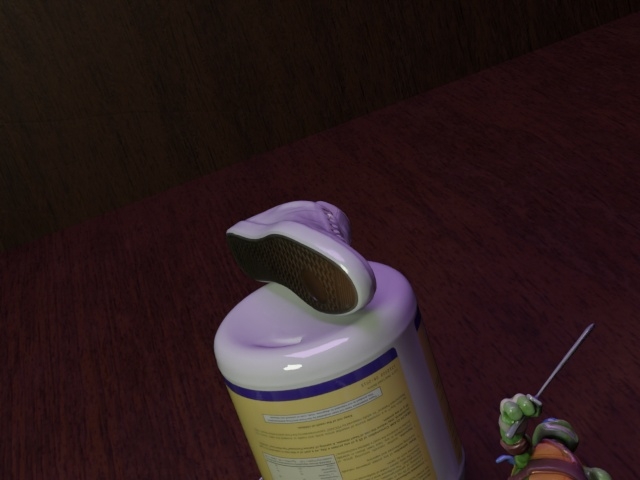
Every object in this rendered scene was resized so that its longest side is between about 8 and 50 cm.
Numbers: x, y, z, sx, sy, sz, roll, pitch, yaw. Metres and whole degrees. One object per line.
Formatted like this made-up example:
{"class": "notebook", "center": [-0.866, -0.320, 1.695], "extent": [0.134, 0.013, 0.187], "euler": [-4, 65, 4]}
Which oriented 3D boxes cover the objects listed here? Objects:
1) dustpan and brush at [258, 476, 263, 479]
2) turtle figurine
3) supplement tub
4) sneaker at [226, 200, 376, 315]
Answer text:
{"class": "dustpan and brush", "center": [-0.093, 0.380, 1.510], "extent": [0.147, 0.060, 0.211], "euler": [-9, 25, 22]}
{"class": "turtle figurine", "center": [0.282, 0.253, 1.311], "extent": [0.274, 0.198, 0.266], "euler": [-24, 26, 31]}
{"class": "supplement tub", "center": [0.035, 0.217, 1.432], "extent": [0.241, 0.331, 0.241], "euler": [-16, 22, 7]}
{"class": "sneaker", "center": [0.000, 0.000, 1.379], "extent": [0.123, 0.106, 0.290], "euler": [-30, 24, -20]}
